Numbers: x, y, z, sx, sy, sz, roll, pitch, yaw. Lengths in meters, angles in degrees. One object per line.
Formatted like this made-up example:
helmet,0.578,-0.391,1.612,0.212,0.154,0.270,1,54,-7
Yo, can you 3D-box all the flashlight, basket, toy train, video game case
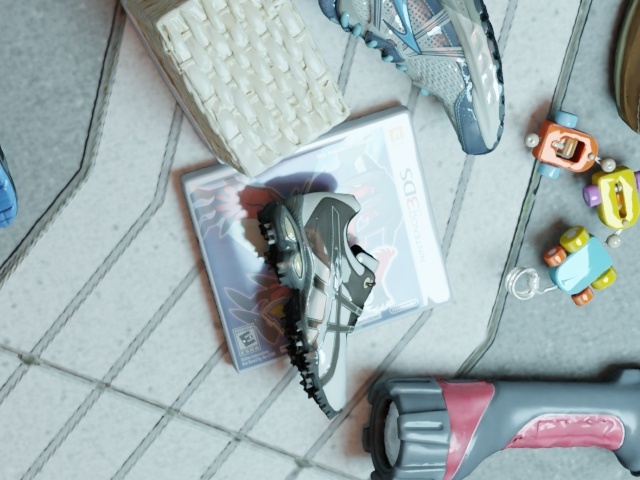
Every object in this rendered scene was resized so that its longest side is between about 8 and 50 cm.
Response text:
flashlight,0.194,0.172,1.716,0.304,0.103,0.103,4,133,-18
basket,-0.065,-0.145,1.527,0.113,0.103,0.167,-33,113,-4
toy train,0.214,-0.028,1.683,0.125,0.046,0.166,11,102,-18
video game case,0.000,0.000,1.640,0.201,0.023,0.183,-18,112,-9

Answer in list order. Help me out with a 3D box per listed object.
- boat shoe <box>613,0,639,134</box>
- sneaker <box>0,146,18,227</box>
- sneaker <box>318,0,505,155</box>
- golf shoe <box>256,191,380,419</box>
boat shoe,0.355,-0.223,1.614,0.123,0.120,0.324,21,101,-22
sneaker,-0.272,-0.086,1.504,0.067,0.078,0.188,-3,127,15
sneaker,0.067,-0.191,1.567,0.122,0.110,0.283,-19,111,10
golf shoe,0.012,0.053,1.608,0.094,0.077,0.198,-16,113,-12
